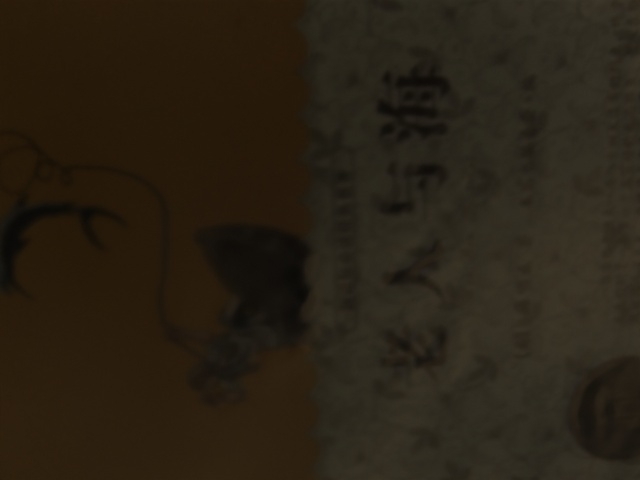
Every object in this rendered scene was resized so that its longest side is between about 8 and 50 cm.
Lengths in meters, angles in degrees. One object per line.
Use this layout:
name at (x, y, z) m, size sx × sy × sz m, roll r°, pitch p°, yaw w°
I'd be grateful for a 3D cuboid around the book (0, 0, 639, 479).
book at (0.000, 0.000, 0.650) m, size 0.388 × 0.269 × 0.032 m, roll -6°, pitch 21°, yaw -8°
